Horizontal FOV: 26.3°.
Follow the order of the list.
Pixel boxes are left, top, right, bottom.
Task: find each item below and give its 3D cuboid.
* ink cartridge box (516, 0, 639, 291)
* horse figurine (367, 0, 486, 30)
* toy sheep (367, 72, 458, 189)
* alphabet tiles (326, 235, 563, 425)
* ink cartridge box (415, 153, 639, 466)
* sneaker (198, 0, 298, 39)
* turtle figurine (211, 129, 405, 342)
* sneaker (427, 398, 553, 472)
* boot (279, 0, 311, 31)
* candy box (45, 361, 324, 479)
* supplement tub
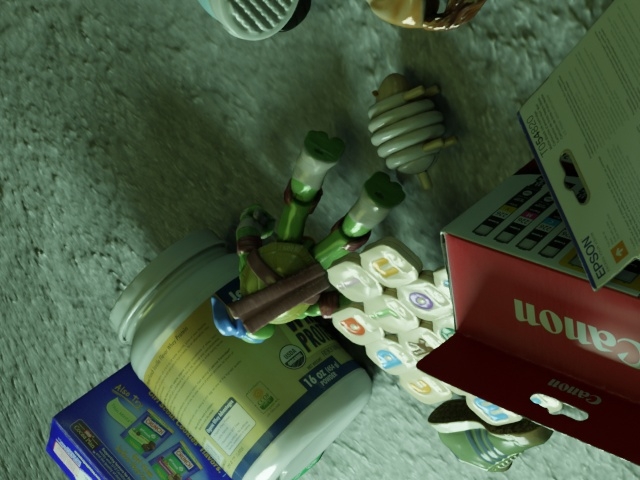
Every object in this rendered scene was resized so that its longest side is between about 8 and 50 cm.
[{"bbox_3d":[0.281,-0.103,1.170,0.224,0.045,0.223,-50,43,38],"label":"ink cartridge box"},{"bbox_3d":[0.071,-0.291,1.387,0.263,0.066,0.174,42,136,22],"label":"horse figurine"},{"bbox_3d":[0.097,-0.118,1.486,0.091,0.091,0.132,-26,80,55],"label":"toy sheep"},{"bbox_3d":[0.141,0.105,1.541,0.284,0.021,0.278,42,148,-13],"label":"alphabet tiles"},{"bbox_3d":[0.275,0.050,1.252,0.309,0.272,0.130,19,133,39],"label":"ink cartridge box"},{"bbox_3d":[-0.081,-0.396,1.380,0.150,0.135,0.366,38,122,46],"label":"sneaker"},{"bbox_3d":[0.000,0.000,1.686,0.266,0.274,0.198,-59,47,33],"label":"turtle figurine"},{"bbox_3d":[0.221,0.243,1.670,0.192,0.064,0.086,-4,123,51],"label":"sneaker"},{"bbox_3d":[-0.111,-0.328,1.579,0.246,0.083,0.161,54,158,0],"label":"boot"},{"bbox_3d":[-0.182,0.283,1.949,0.268,0.317,0.122,46,146,13],"label":"candy box"},{"bbox_3d":[-0.110,0.160,1.837,0.316,0.228,0.228,45,144,12],"label":"supplement tub"}]
